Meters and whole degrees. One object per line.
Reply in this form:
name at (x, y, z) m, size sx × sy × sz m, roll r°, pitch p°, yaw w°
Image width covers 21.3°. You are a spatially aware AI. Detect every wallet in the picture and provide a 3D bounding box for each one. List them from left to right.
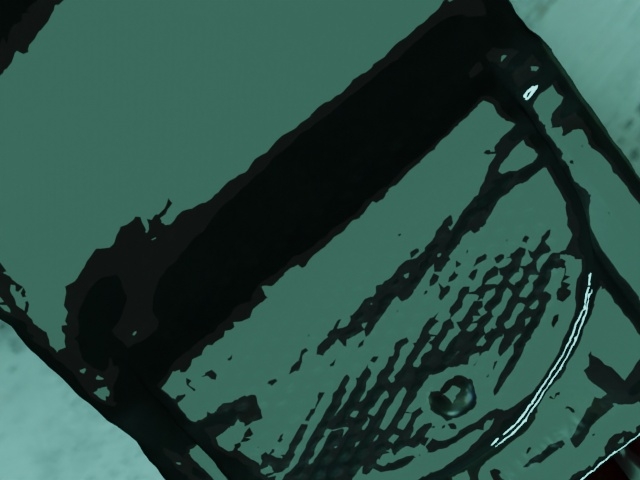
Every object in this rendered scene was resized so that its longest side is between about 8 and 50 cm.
wallet at (0.000, 0.000, 0.703) m, size 0.247 × 0.041 × 0.323 m, roll -38°, pitch 105°, yaw 1°

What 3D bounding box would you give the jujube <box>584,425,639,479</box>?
jujube at (0.246, 0.114, 0.830) m, size 0.290 × 0.197 × 0.197 m, roll 24°, pitch 109°, yaw -13°
